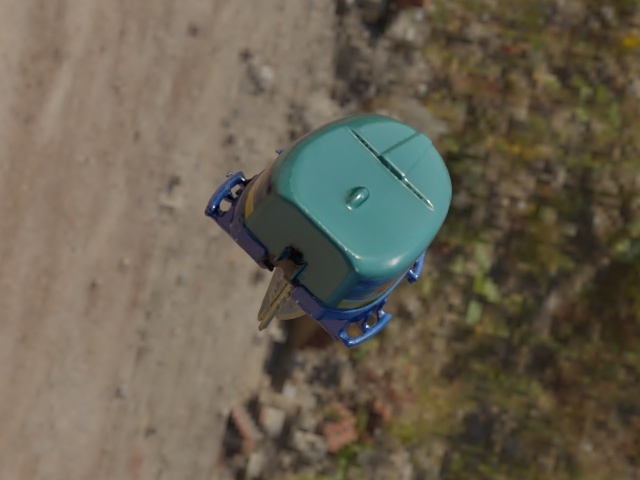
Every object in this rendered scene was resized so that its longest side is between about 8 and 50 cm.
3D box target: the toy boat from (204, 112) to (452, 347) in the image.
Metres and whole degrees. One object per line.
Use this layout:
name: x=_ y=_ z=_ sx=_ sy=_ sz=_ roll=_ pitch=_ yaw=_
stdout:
toy boat: x=0.000 y=0.000 z=0.768 sx=0.110 sy=0.091 sz=0.175 roll=-47 pitch=177 yaw=29
